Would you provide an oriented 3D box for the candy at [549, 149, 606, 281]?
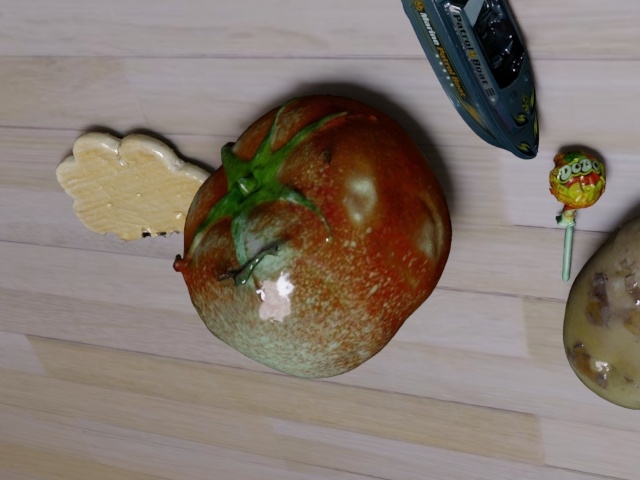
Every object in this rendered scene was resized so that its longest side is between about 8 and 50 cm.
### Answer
[{"bbox_3d":[0.270,-0.018,1.067,0.061,0.060,0.201,13,144,18],"label":"candy"}]

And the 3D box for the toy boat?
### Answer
[{"bbox_3d":[0.155,-0.175,0.936,0.103,0.093,0.246,-4,128,42],"label":"toy boat"}]

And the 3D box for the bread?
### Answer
[{"bbox_3d":[-0.235,-0.069,1.301,0.251,0.039,0.181,5,132,26],"label":"bread"}]

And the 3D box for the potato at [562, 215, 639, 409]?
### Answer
[{"bbox_3d":[0.344,0.065,1.027,0.165,0.165,0.262,22,132,9],"label":"potato"}]

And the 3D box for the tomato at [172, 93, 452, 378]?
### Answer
[{"bbox_3d":[0.000,0.000,1.085,0.303,0.303,0.239,-21,134,41],"label":"tomato"}]
